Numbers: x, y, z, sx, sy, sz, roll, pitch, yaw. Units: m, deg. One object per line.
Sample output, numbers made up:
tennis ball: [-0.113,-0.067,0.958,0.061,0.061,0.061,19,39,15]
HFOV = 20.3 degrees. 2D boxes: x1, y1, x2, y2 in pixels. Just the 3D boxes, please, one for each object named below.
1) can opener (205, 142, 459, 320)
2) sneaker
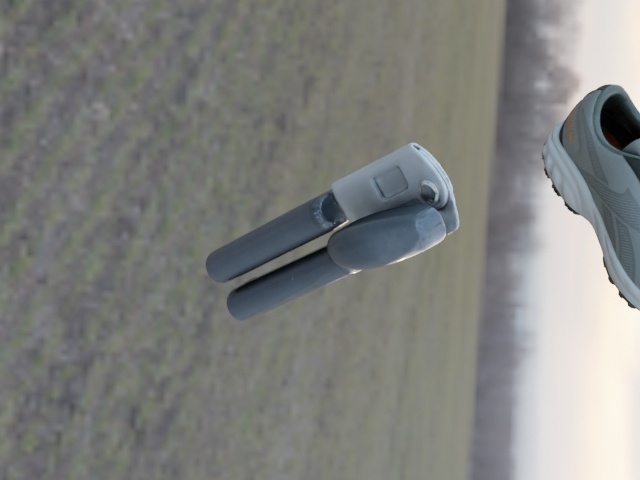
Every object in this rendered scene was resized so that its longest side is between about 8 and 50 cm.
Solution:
can opener: [0.000,0.000,1.393,0.093,0.280,0.074,-29,93,-40]
sneaker: [0.299,-0.025,1.608,0.271,0.100,0.108,57,-37,25]
